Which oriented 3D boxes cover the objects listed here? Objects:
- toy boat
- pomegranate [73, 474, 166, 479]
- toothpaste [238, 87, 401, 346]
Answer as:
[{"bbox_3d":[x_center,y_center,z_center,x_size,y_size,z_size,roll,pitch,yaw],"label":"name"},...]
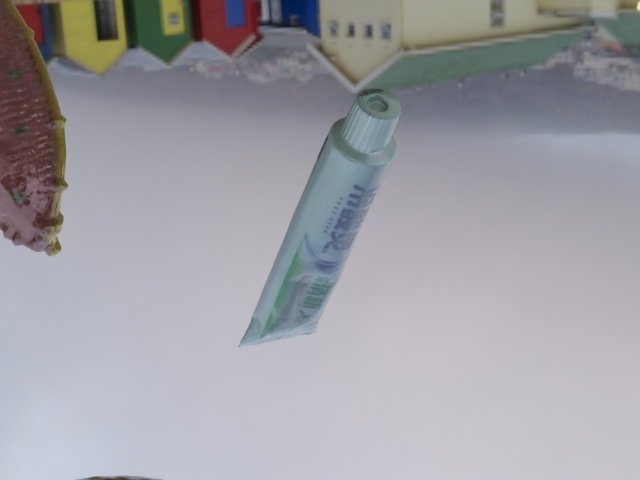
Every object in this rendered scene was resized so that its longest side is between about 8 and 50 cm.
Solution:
[{"bbox_3d":[-0.309,-0.136,0.888,0.141,0.318,0.099,-26,166,14],"label":"toy boat"},{"bbox_3d":[-0.125,0.227,0.436,0.254,0.254,0.270,9,169,35],"label":"pomegranate"},{"bbox_3d":[0.000,0.000,0.751,0.074,0.297,0.048,-9,-124,-26],"label":"toothpaste"}]
